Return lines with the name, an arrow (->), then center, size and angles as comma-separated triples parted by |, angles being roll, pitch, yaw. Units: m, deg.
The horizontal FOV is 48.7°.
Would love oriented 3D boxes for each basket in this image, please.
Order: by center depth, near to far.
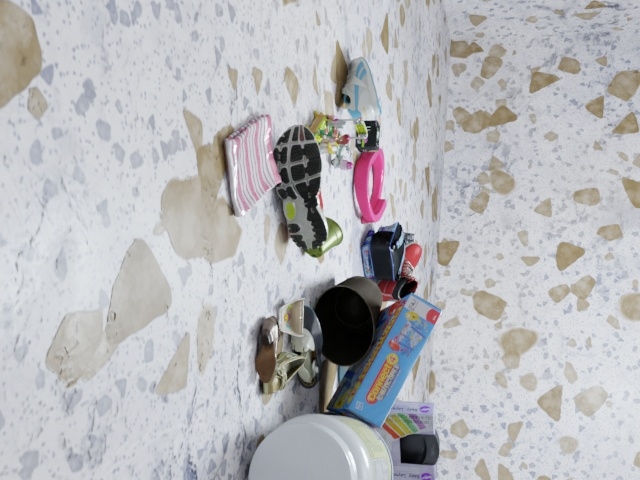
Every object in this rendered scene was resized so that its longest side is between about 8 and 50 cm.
basket -> 0.079, 0.179, 1.795 | 0.227, 0.154, 0.205 | -46, 135, -71

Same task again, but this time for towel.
towel -> -0.124, -0.143, 1.310 | 0.197, 0.029, 0.144 | -55, 141, -61

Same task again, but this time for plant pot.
plant pot -> 0.000, 0.000, 1.654 | 0.079, 0.083, 0.083 | -50, 140, -45

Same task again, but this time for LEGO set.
LEGO set -> 0.043, -0.251, 1.707 | 0.287, 0.107, 0.132 | 6, 85, -73

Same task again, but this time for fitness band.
fitness band -> 0.159, -0.172, 2.182 | 0.291, 0.054, 0.209 | -58, 145, -61

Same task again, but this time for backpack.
backpack -> 0.207, 0.025, 2.237 | 0.173, 0.116, 0.158 | -66, 151, -51

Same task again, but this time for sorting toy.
sorting toy -> -0.068, 0.163, 1.497 | 0.075, 0.044, 0.083 | 4, 88, -65

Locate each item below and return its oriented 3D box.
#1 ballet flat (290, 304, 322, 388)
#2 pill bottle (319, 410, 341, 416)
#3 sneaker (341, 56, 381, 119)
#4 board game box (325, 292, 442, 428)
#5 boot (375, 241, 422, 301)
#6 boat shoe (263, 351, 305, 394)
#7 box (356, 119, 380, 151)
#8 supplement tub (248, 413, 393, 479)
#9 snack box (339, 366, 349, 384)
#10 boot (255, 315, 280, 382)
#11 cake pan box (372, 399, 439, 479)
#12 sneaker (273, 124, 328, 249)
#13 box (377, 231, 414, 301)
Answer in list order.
ballet flat -> -0.032, 0.244, 1.569 | 0.074, 0.074, 0.203 | -58, 147, -59
pill bottle -> 0.055, 0.523, 1.744 | 0.219, 0.122, 0.123 | 61, 32, -35
sneaker -> 0.101, -0.420, 1.935 | 0.087, 0.092, 0.229 | 68, 9, -47
board game box -> 0.147, 0.298, 1.722 | 0.308, 0.086, 0.302 | -59, -179, -17
boot -> 0.288, 0.102, 2.282 | 0.088, 0.176, 0.244 | 46, 66, -18
boat shoe -> -0.076, 0.272, 1.456 | 0.153, 0.048, 0.056 | -33, 122, -70
box -> 0.142, -0.309, 2.099 | 0.052, 0.062, 0.083 | 37, 55, -71
supplement tub -> 0.006, 0.470, 1.421 | 0.325, 0.235, 0.236 | 41, 53, -68
snack box -> 0.124, 0.351, 2.087 | 0.322, 0.060, 0.187 | -26, 116, -71
boot -> -0.099, 0.211, 1.401 | 0.087, 0.042, 0.119 | -59, 154, -72
cake pan box -> 0.211, 0.579, 2.040 | 0.070, 0.266, 0.246 | -63, 152, -63
sneaker -> -0.046, -0.118, 1.497 | 0.118, 0.107, 0.279 | -96, -179, -62
box -> 0.272, 0.090, 2.522 | 0.307, 0.076, 0.243 | 1, 90, -73
